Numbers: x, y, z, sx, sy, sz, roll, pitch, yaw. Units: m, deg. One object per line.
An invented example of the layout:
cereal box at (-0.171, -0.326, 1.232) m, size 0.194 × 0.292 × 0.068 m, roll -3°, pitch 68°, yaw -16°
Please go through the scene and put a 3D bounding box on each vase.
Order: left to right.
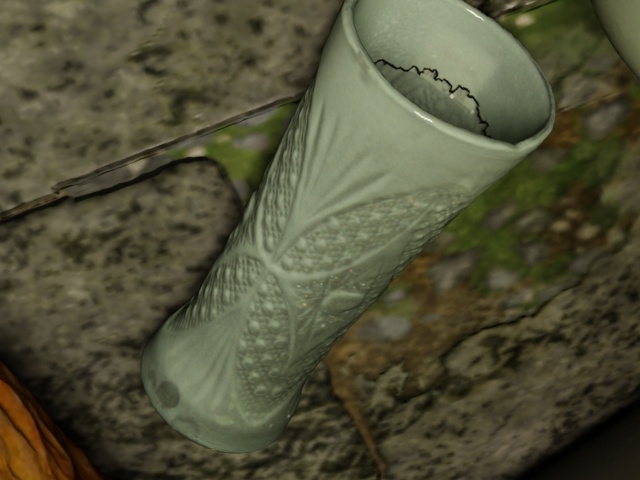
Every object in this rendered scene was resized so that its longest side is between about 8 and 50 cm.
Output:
vase at (0.000, 0.000, 0.739) m, size 0.096 × 0.096 × 0.219 m, roll 13°, pitch 132°, yaw -28°

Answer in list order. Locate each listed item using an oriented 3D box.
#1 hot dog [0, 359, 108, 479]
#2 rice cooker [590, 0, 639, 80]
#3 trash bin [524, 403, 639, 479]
hot dog at (-0.166, 0.175, 0.786) m, size 0.267 × 0.174 × 0.387 m, roll -1°, pitch 142°, yaw 27°
rice cooker at (0.204, -0.150, 0.558) m, size 0.226 × 0.226 × 0.244 m, roll -8°, pitch 132°, yaw -9°
trash bin at (0.102, 0.247, 0.937) m, size 0.334 × 0.214 × 0.214 m, roll -40°, pitch 133°, yaw 11°
